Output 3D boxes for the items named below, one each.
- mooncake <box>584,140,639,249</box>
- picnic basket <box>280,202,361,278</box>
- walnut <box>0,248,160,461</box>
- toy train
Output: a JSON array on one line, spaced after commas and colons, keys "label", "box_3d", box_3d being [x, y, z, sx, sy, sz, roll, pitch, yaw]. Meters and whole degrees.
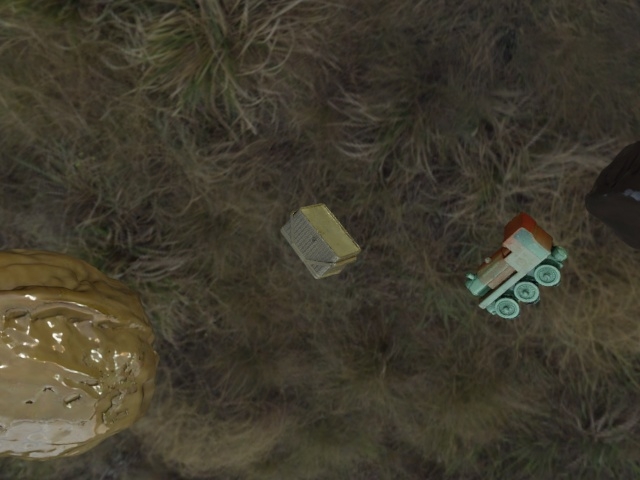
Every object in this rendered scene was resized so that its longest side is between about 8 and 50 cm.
[{"label": "mooncake", "box_3d": [0.773, -0.055, 1.321, 0.381, 0.351, 0.212, 37, 88, -27]}, {"label": "picnic basket", "box_3d": [0.000, 0.000, 1.475, 0.079, 0.115, 0.164, -47, 72, 30]}, {"label": "walnut", "box_3d": [-0.267, 0.104, 0.606, 0.198, 0.245, 0.198, -12, 72, 39]}, {"label": "toy train", "box_3d": [0.315, 0.049, 1.071, 0.118, 0.074, 0.176, 40, 127, -2]}]
